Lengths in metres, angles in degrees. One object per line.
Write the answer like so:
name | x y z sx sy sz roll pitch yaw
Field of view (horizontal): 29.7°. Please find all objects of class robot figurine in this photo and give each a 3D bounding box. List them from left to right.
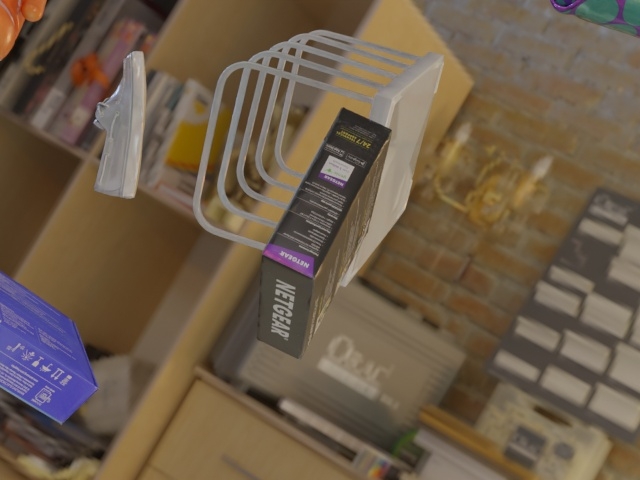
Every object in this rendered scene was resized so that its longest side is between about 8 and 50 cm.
robot figurine | -0.439 -0.308 1.545 0.158 0.219 0.128 25 -42 -19

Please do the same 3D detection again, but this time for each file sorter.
file sorter | 0.004 -0.106 1.273 0.173 0.193 0.278 18 21 11

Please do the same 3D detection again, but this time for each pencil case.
pencil case | 0.280 -0.218 1.074 0.151 0.070 0.064 10 22 -25

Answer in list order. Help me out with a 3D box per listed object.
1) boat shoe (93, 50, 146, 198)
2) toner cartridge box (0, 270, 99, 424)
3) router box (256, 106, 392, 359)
boat shoe | -0.253 -0.146 1.513 0.063 0.184 0.066 6 14 -7
toner cartridge box | -0.442 0.086 1.532 0.348 0.075 0.165 42 6 -37
router box | 0.000 0.000 0.925 0.046 0.133 0.179 25 -24 7
